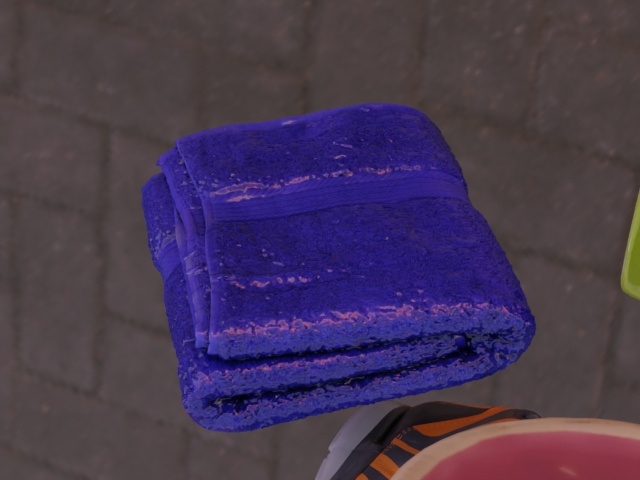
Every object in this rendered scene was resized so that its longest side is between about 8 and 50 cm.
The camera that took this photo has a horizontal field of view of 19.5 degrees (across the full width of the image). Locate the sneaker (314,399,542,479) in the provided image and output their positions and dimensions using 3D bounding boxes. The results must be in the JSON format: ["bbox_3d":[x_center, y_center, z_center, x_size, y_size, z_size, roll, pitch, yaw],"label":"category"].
[{"bbox_3d":[0.060,0.204,1.145,0.180,0.321,0.124,-7,125,34],"label":"sneaker"}]

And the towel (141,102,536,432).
[{"bbox_3d":[0.000,0.000,1.238,0.228,0.308,0.076,-13,120,-4],"label":"towel"}]

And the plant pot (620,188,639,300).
[{"bbox_3d":[0.363,-0.054,1.271,0.207,0.227,0.228,27,127,26],"label":"plant pot"}]

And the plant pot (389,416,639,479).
[{"bbox_3d":[0.062,0.152,0.447,0.201,0.201,0.180,18,116,19],"label":"plant pot"}]
